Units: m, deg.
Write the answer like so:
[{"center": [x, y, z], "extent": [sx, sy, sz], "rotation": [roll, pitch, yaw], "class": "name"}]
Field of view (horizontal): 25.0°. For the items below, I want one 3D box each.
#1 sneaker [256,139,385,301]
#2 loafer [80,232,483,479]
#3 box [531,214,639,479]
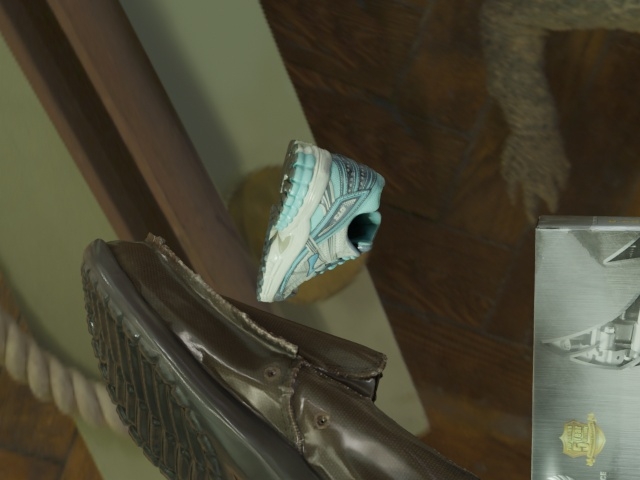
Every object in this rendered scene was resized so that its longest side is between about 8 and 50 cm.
[{"center": [0.000, 0.000, 1.626], "extent": [0.122, 0.283, 0.110], "rotation": [12, 62, -5], "class": "sneaker"}, {"center": [-0.019, 0.116, 0.912], "extent": [0.130, 0.366, 0.133], "rotation": [-31, 148, -28], "class": "loafer"}, {"center": [0.230, 0.100, 0.941], "extent": [0.183, 0.056, 0.231], "rotation": [2, 101, 10], "class": "box"}]
